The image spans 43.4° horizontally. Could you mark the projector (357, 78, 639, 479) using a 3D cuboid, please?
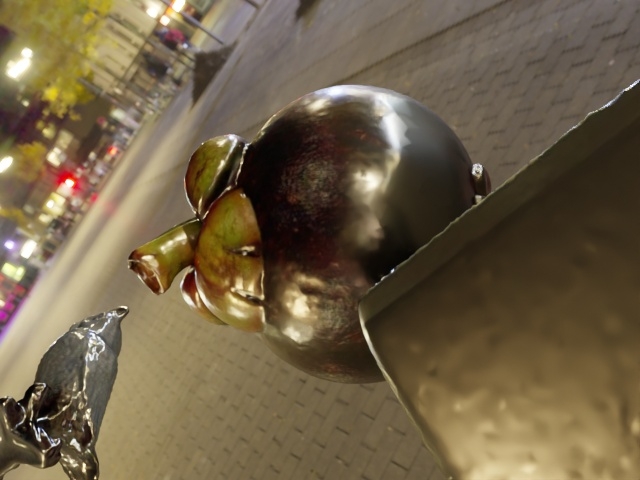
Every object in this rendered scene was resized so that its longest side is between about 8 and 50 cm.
[{"bbox_3d":[0.295,0.097,0.612,0.395,0.405,0.242,-42,-15,35],"label":"projector"}]

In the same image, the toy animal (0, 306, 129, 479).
[{"bbox_3d":[-0.217,0.144,0.740,0.121,0.117,0.210,-46,4,37],"label":"toy animal"}]

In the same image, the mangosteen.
[{"bbox_3d":[0.000,0.000,1.011,0.436,0.382,0.382,-10,35,15],"label":"mangosteen"}]
